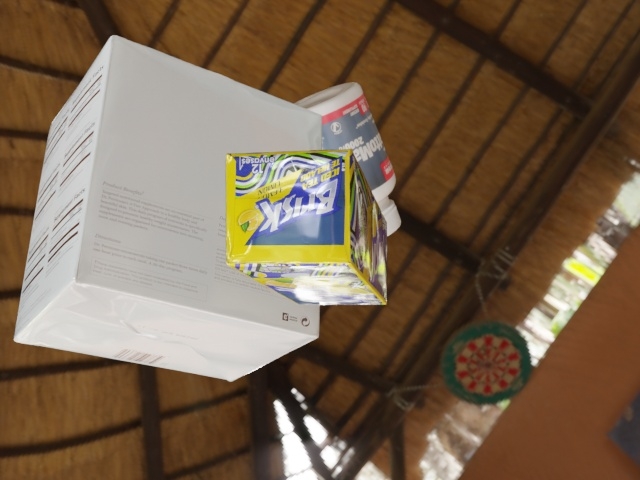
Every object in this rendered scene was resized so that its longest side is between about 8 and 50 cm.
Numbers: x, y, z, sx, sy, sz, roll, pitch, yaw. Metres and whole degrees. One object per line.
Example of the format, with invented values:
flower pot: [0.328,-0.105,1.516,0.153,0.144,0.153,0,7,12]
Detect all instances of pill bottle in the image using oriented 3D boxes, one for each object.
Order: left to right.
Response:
pill bottle: [0.029,-0.088,1.036,0.108,0.108,0.180,-36,-69,-35]

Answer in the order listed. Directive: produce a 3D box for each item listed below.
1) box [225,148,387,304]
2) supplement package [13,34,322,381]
box: [0.000,0.000,0.457,0.169,0.059,0.054,45,-135,-76]
supplement package: [-0.117,-0.015,0.696,0.194,0.203,0.149,17,-30,-30]
